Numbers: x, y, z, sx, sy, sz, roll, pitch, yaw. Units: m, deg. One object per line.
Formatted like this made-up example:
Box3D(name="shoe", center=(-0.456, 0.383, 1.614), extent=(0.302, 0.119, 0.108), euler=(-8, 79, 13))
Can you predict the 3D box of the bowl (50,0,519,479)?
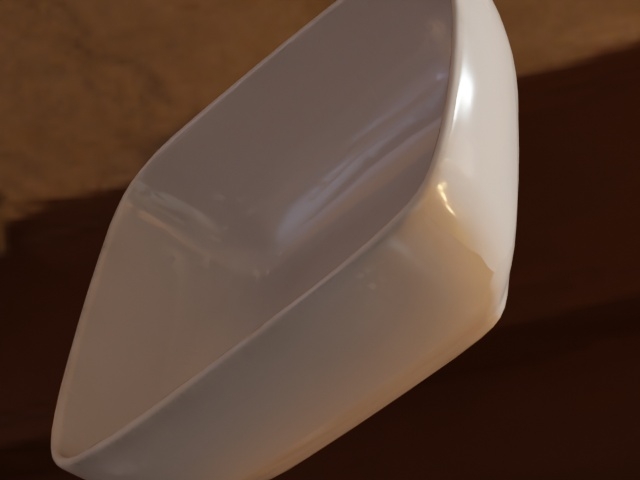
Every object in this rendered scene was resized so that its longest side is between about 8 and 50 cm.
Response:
Box3D(name="bowl", center=(0.000, 0.000, 0.519), extent=(0.053, 0.142, 0.142), euler=(39, -59, -22))
